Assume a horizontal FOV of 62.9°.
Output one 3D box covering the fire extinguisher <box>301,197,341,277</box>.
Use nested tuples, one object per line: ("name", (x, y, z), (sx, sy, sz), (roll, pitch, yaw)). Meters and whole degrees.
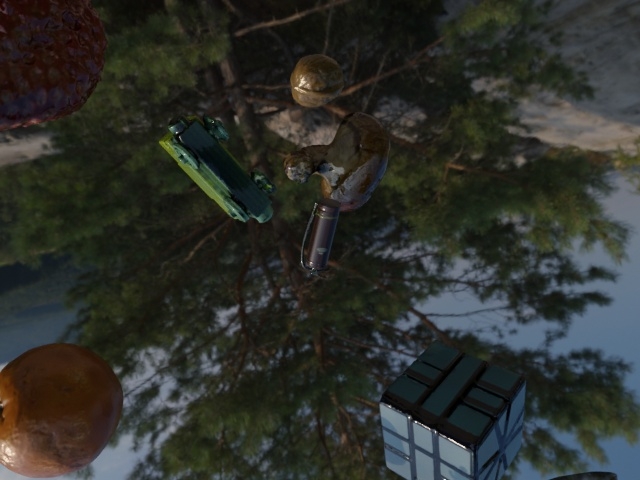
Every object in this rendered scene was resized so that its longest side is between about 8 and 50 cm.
("fire extinguisher", (0.000, 0.000, 0.985), (0.064, 0.158, 0.043), (6, -156, -19))

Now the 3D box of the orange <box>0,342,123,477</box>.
("orange", (-0.533, 0.338, 1.054), (0.261, 0.260, 0.261), (-14, 179, 0))

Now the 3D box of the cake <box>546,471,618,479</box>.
("cake", (0.601, 0.630, 1.174), (0.208, 0.178, 0.185), (-2, 158, -37))

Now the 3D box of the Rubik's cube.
("Rubik's cube", (0.347, 0.481, 1.378), (0.284, 0.293, 0.289), (17, -143, 41))

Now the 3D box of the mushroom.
("mushroom", (0.062, -0.215, 1.340), (0.267, 0.267, 0.254), (-14, 139, 38))

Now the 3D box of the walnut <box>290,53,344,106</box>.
("walnut", (-0.009, -0.466, 1.531), (0.167, 0.149, 0.166), (-32, 153, -19))

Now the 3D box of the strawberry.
("strawberry", (-0.259, -0.166, 0.469), (0.107, 0.235, 0.175), (17, 156, -5))

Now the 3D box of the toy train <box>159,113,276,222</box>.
("toy train", (-0.335, -0.233, 1.715), (0.179, 0.442, 0.272), (-48, -152, -13))
